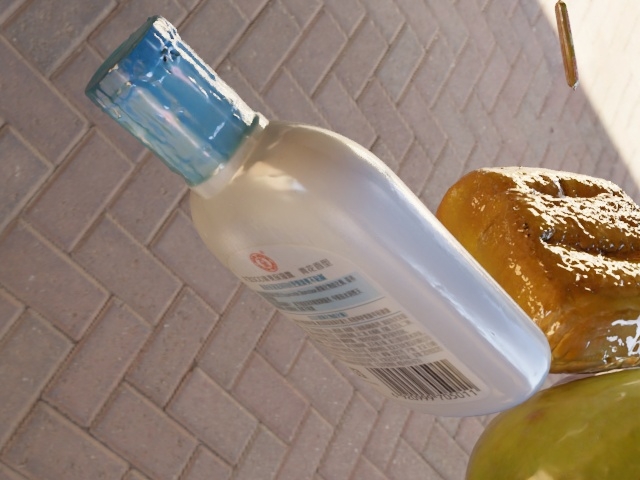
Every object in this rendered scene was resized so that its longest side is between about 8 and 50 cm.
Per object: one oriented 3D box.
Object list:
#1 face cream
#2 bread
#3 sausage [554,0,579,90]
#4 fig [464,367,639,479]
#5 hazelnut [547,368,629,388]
[{"bbox_3d":[0.000,0.000,0.463,0.336,0.163,0.080,43,57,-25],"label":"face cream"},{"bbox_3d":[0.351,0.019,0.962,0.327,0.148,0.337,1,39,-17],"label":"bread"},{"bbox_3d":[0.266,-0.212,0.773,0.015,0.015,0.100,-24,105,-44],"label":"sausage"},{"bbox_3d":[0.314,0.263,0.780,0.258,0.326,0.258,32,29,-20],"label":"fig"},{"bbox_3d":[0.641,0.442,1.491,0.421,0.420,0.353,45,71,-28],"label":"hazelnut"}]
